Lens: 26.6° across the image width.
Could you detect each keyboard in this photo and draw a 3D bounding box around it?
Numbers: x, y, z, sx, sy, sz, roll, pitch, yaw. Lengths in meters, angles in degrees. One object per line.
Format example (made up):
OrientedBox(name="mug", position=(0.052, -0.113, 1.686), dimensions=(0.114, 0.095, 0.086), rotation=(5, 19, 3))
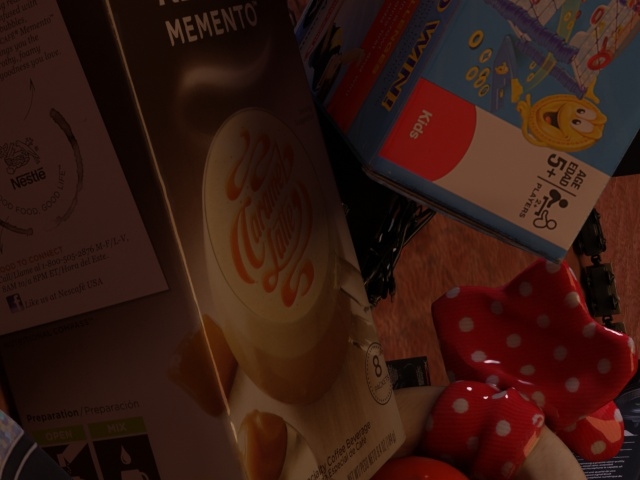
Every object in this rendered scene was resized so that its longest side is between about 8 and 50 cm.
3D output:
OrientedBox(name="keyboard", position=(0.000, 0.000, 0.730), dimensions=(0.100, 0.038, 0.192), rotation=(33, 46, -6))

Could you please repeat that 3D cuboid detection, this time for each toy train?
OrientedBox(name="toy train", position=(0.246, 0.046, 1.178), dimensions=(0.036, 0.027, 0.158), rotation=(-22, 100, -72))

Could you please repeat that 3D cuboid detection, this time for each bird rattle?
OrientedBox(name="bird rattle", position=(0.075, 0.130, 0.662), dimensions=(0.143, 0.207, 0.253), rotation=(91, -13, -59))

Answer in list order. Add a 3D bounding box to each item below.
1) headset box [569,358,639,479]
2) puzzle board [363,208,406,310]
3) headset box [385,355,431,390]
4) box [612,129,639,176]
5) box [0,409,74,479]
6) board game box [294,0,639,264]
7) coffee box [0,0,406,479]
OrientedBox(name="headset box", position=(0.187, 0.242, 0.893), dimensions=(0.283, 0.131, 0.246), rotation=(-44, 119, -58))
OrientedBox(name="puzzle board", position=(0.017, -0.003, 0.795), dimensions=(0.096, 0.011, 0.128), rotation=(65, 32, -23))
OrientedBox(name="headset box", position=(0.035, 0.100, 0.770), dimensions=(0.083, 0.032, 0.062), rotation=(-1, 81, -60))
OrientedBox(name="box", position=(0.201, -0.163, 1.018), dimensions=(0.261, 0.103, 0.184), rotation=(42, 40, -73))
OrientedBox(name="box", position=(-0.138, 0.174, 0.296), dimensions=(0.142, 0.163, 0.247), rotation=(54, 38, -35))
OrientedBox(name="board game box", position=(0.103, -0.178, 0.610), dimensions=(0.086, 0.308, 0.302), rotation=(26, 11, -14))
OrientedBox(name="coffee box", position=(-0.062, 0.001, 0.561), dimensions=(0.141, 0.098, 0.246), rotation=(-33, 109, -61))
